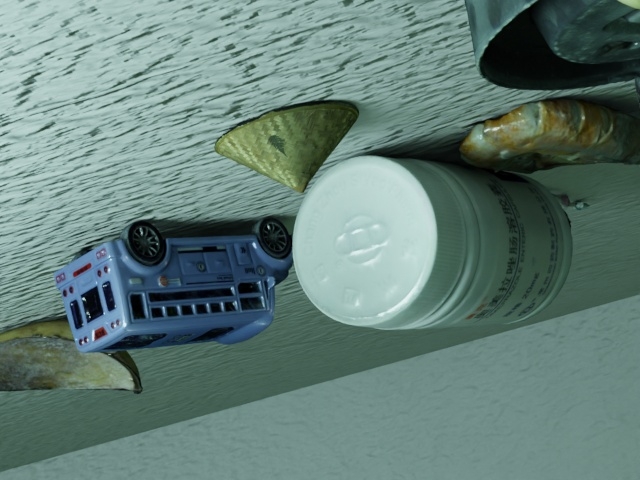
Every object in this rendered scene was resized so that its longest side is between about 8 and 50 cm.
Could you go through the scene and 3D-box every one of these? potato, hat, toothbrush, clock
[{"bbox_3d":[-0.372,0.141,2.049,0.261,0.100,0.120,0,128,-2],"label":"potato"},{"bbox_3d":[-0.025,-0.077,1.449,0.146,0.067,0.146,-14,168,-3],"label":"hat"},{"bbox_3d":[0.335,-0.055,2.102,0.022,0.017,0.204,-9,172,27],"label":"toothbrush"},{"bbox_3d":[0.296,-0.220,1.165,0.386,0.076,0.386,-14,168,-3],"label":"clock"}]

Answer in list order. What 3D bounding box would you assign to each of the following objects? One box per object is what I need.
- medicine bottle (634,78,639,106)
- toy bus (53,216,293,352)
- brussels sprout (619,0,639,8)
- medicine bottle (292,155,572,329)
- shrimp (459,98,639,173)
[{"bbox_3d":[0.469,-0.140,1.520,0.273,0.165,0.165,-18,168,10],"label":"medicine bottle"},{"bbox_3d":[-0.151,0.055,1.741,0.292,0.133,0.125,-2,162,-45],"label":"toy bus"},{"bbox_3d":[0.205,-0.221,0.713,0.294,0.227,0.259,-9,155,11],"label":"brussels sprout"},{"bbox_3d":[0.132,0.005,1.716,0.190,0.190,0.332,-23,166,33],"label":"medicine bottle"},{"bbox_3d":[0.285,-0.108,1.709,0.317,0.062,0.164,1,165,-40],"label":"shrimp"}]
